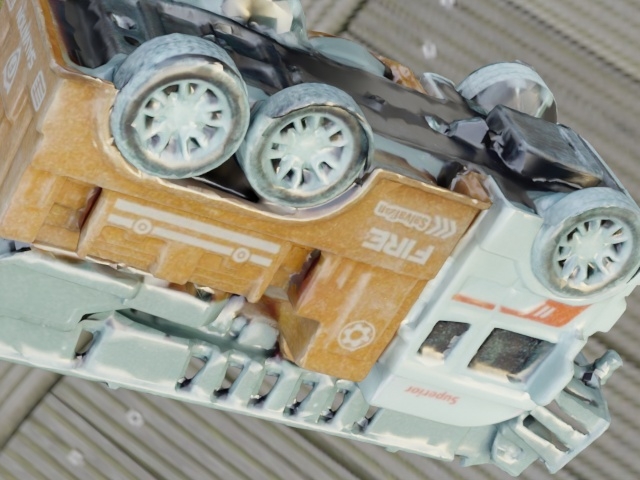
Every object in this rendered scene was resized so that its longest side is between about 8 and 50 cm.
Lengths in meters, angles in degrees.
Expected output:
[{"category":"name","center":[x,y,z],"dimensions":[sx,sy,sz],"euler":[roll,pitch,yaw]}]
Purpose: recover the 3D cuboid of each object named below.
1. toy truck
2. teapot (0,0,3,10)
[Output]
[{"category":"toy truck","center":[0.000,0.000,0.781],"dimensions":[0.184,0.338,0.133],"euler":[-59,31,24]},{"category":"teapot","center":[-0.205,-0.197,1.040],"dimensions":[0.130,0.119,0.165],"euler":[-7,32,-7]}]
